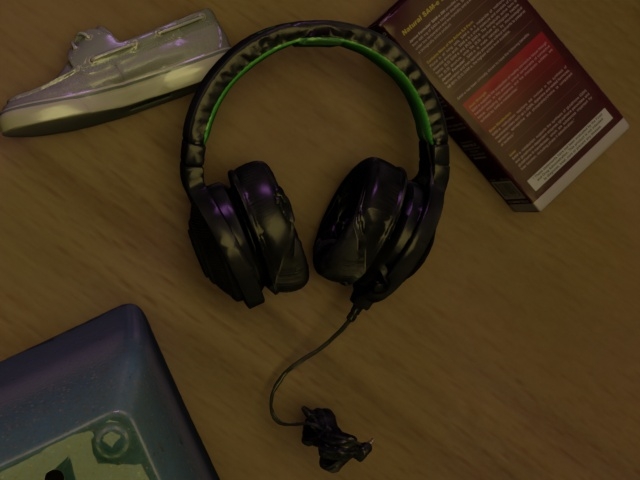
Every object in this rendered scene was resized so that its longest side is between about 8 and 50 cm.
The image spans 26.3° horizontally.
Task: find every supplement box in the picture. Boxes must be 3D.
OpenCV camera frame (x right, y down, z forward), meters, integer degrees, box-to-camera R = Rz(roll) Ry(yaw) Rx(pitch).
[{"bbox_3d":[0.170,-0.156,1.330,0.130,0.073,0.239,-42,100,-9],"label":"supplement box"}]

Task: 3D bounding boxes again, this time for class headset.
[{"bbox_3d":[0.000,0.000,1.241,0.243,0.185,0.394,-2,101,-11],"label":"headset"}]

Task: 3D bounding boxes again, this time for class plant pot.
[{"bbox_3d":[-0.211,0.220,1.169,0.247,0.252,0.247,-25,95,-9],"label":"plant pot"}]

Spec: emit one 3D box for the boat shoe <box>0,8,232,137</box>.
[{"bbox_3d":[-0.192,-0.157,1.260,0.228,0.079,0.081,-20,88,-17],"label":"boat shoe"}]
